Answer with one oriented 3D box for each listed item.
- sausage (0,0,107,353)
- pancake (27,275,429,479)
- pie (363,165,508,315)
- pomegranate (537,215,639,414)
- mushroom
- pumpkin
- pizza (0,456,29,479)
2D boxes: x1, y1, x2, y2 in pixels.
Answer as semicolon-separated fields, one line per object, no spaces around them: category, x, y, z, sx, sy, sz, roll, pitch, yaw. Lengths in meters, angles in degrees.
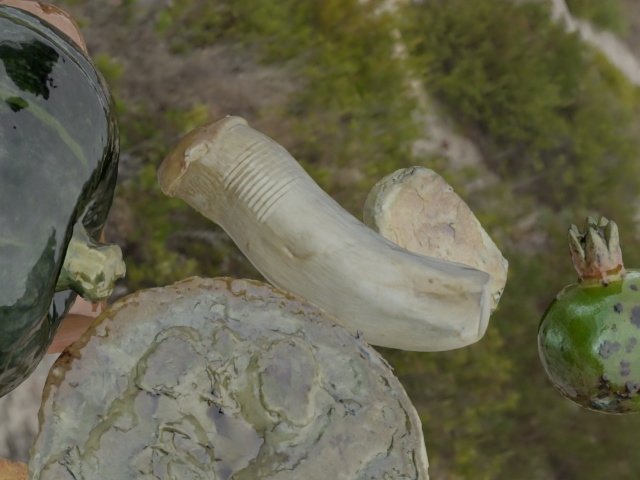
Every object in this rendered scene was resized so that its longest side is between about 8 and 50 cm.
sausage;-0.245;-0.062;1.190;0.121;0.121;0.304;25;53;-59
pancake;-0.033;0.086;0.535;0.028;0.158;0.158;124;-45;-62
pie;0.135;0.017;1.754;0.218;0.052;0.185;51;50;-13
pomegranate;0.292;0.077;1.418;0.159;0.159;0.205;-45;119;-67
mushroom;0.000;0.000;1.326;0.351;0.123;0.095;33;-7;20
pumpkin;-0.142;-0.013;0.572;0.167;0.125;0.167;178;-90;-88
pizza;-0.371;0.300;1.494;0.228;0.081;0.289;57;37;-9
